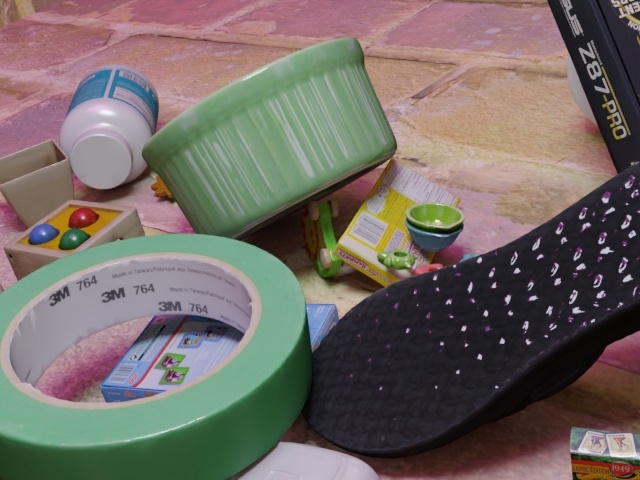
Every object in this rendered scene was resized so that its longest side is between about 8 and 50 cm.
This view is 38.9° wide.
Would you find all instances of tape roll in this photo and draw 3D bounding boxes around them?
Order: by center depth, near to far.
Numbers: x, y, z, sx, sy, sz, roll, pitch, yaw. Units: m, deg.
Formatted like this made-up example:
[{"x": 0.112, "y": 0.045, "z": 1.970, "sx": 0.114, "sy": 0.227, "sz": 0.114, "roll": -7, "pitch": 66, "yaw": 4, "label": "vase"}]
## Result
[{"x": -0.169, "y": 0.106, "z": 0.848, "sx": 0.321, "sy": 0.077, "sz": 0.321, "roll": -4, "pitch": 31, "yaw": 2, "label": "tape roll"}]

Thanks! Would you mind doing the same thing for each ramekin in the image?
[{"x": -0.053, "y": -0.111, "z": 1.123, "sx": 0.303, "sy": 0.148, "sz": 0.303, "roll": -28, "pitch": 0, "yaw": 0, "label": "ramekin"}]

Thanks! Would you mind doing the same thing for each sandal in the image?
[{"x": 0.181, "y": 0.082, "z": 0.799, "sx": 0.446, "sy": 0.107, "sz": 0.167, "roll": -28, "pitch": 44, "yaw": 20, "label": "sandal"}]

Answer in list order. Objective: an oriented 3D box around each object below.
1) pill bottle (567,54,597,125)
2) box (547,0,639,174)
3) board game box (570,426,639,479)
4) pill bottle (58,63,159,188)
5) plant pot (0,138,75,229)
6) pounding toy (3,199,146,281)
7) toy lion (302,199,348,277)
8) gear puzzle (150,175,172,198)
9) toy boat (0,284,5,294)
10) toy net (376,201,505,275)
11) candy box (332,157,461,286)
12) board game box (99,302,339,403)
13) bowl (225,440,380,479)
[{"x": 0.511, "y": -0.294, "z": 1.266, "sx": 0.204, "sy": 0.204, "sz": 0.361, "roll": 17, "pitch": 40, "yaw": 41, "label": "pill bottle"}, {"x": 0.495, "y": -0.231, "z": 1.061, "sx": 0.395, "sy": 0.318, "sz": 0.097, "roll": -21, "pitch": 1, "yaw": -14, "label": "box"}, {"x": 0.300, "y": 0.191, "z": 0.591, "sx": 0.259, "sy": 0.136, "sz": 0.030, "roll": 1, "pitch": 31, "yaw": 24, "label": "board game box"}, {"x": -0.342, "y": -0.181, "z": 1.472, "sx": 0.146, "sy": 0.146, "sz": 0.264, "roll": -12, "pitch": 29, "yaw": 1, "label": "pill bottle"}, {"x": -0.432, "y": -0.080, "z": 1.385, "sx": 0.109, "sy": 0.096, "sz": 0.109, "roll": -26, "pitch": 32, "yaw": -18, "label": "plant pot"}, {"x": -0.337, "y": -0.007, "z": 1.225, "sx": 0.206, "sy": 0.094, "sz": 0.181, "roll": 8, "pitch": 36, "yaw": 31, "label": "pounding toy"}, {"x": 0.000, "y": 0.000, "z": 1.099, "sx": 0.034, "sy": 0.096, "sz": 0.100, "roll": -7, "pitch": 68, "yaw": -17, "label": "toy lion"}, {"x": -0.109, "y": -0.141, "z": 1.424, "sx": 0.339, "sy": 0.044, "sz": 0.175, "roll": -31, "pitch": 36, "yaw": -24, "label": "gear puzzle"}, {"x": -0.441, "y": 0.132, "z": 1.008, "sx": 0.318, "sy": 0.148, "sz": 0.267, "roll": 4, "pitch": 28, "yaw": 40, "label": "toy boat"}, {"x": 0.184, "y": 0.019, "z": 0.980, "sx": 0.232, "sy": 0.045, "sz": 0.122, "roll": 17, "pitch": 28, "yaw": 29, "label": "toy net"}, {"x": 0.096, "y": -0.019, "z": 1.090, "sx": 0.105, "sy": 0.027, "sz": 0.206, "roll": 33, "pitch": 40, "yaw": 1, "label": "candy box"}, {"x": -0.103, "y": 0.123, "z": 0.965, "sx": 0.211, "sy": 0.039, "sz": 0.160, "roll": 0, "pitch": 32, "yaw": 23, "label": "board game box"}, {"x": -0.030, "y": 0.222, "z": 0.755, "sx": 0.142, "sy": 0.053, "sz": 0.142, "roll": 6, "pitch": 36, "yaw": 28, "label": "bowl"}]
